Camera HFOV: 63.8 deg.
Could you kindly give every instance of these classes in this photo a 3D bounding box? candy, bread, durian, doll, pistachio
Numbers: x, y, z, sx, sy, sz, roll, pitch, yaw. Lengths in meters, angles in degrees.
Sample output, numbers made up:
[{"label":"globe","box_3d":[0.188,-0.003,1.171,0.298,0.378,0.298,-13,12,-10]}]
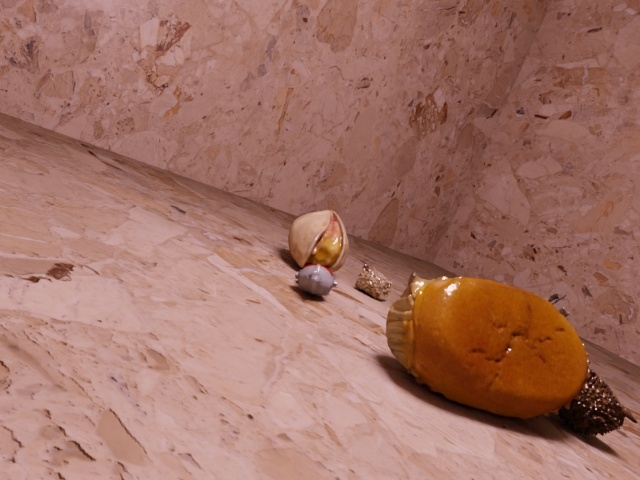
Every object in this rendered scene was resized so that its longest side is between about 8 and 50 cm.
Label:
[{"label":"candy","box_3d":[0.159,0.125,1.540,0.110,0.085,0.095,30,18,24]},{"label":"bread","box_3d":[0.311,0.193,0.936,0.388,0.236,0.183,11,-8,-17]},{"label":"durian","box_3d":[0.512,0.320,1.001,0.091,0.148,0.188,-24,21,-32]},{"label":"doll","box_3d":[-0.011,0.092,1.226,0.102,0.075,0.227,9,-3,-1]},{"label":"pistachio","box_3d":[0.000,0.000,1.546,0.187,0.188,0.299,22,11,-13]}]
